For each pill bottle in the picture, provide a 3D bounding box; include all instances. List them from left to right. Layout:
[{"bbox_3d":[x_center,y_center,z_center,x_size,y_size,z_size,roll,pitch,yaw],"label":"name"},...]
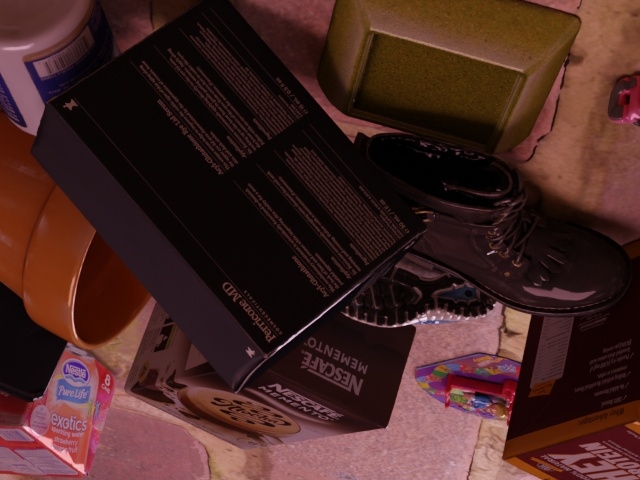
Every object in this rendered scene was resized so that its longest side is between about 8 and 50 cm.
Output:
[{"bbox_3d":[-0.224,-0.151,1.477,0.112,0.112,0.186,8,151,14],"label":"pill bottle"}]

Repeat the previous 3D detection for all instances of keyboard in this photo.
[{"bbox_3d":[-0.376,0.023,1.807,0.317,0.201,0.033,30,168,-36],"label":"keyboard"}]

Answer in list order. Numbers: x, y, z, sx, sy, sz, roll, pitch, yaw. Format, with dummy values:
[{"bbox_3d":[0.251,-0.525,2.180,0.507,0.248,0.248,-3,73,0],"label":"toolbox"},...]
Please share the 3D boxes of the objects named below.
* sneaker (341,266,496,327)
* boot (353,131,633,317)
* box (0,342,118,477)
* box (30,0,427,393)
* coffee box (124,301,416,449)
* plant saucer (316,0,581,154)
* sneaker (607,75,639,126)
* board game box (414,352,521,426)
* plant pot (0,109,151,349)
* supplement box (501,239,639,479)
[{"bbox_3d":[0.089,0.063,1.750,0.162,0.063,0.073,4,164,-7],"label":"sneaker"},{"bbox_3d":[0.151,-0.014,1.508,0.263,0.091,0.229,15,168,4],"label":"boot"},{"bbox_3d":[-0.424,0.196,2.189,0.300,0.142,0.154,-2,148,30],"label":"box"},{"bbox_3d":[-0.075,-0.040,1.413,0.261,0.184,0.103,49,150,6],"label":"box"},{"bbox_3d":[-0.058,0.128,1.873,0.168,0.119,0.297,29,156,-24],"label":"coffee box"},{"bbox_3d":[0.093,-0.134,1.419,0.188,0.045,0.188,16,153,0],"label":"plant saucer"},{"bbox_3d":[0.283,-0.109,1.377,0.057,0.047,0.119,27,158,-34],"label":"sneaker"},{"bbox_3d":[0.182,0.176,1.963,0.133,0.033,0.169,33,147,-31],"label":"board game box"},{"bbox_3d":[-0.252,-0.029,1.652,0.188,0.205,0.205,25,155,17],"label":"plant pot"},{"bbox_3d":[0.291,0.124,1.636,0.129,0.194,0.191,28,150,-23],"label":"supplement box"}]
